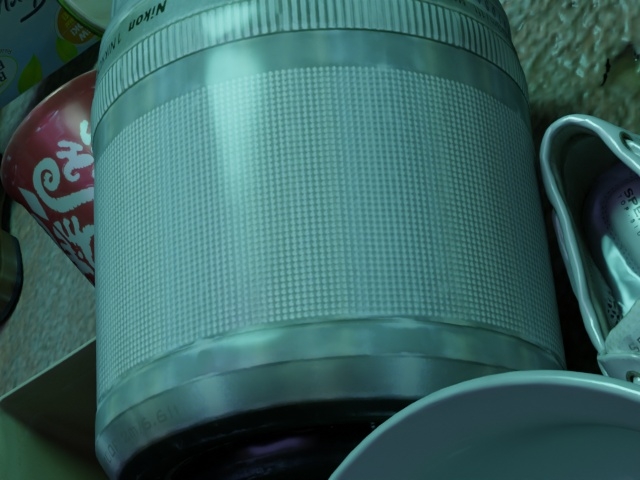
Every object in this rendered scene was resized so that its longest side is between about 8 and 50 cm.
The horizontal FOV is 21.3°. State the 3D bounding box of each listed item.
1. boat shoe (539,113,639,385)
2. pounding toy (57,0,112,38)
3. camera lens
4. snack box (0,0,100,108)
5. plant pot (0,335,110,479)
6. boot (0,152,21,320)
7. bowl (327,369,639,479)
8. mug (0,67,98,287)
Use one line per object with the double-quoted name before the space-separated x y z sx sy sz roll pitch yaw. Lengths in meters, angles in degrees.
"boat shoe" 0.163 0.049 0.737 0.098 0.096 0.277 -43 44 16
"pounding toy" -0.117 -0.217 1.164 0.183 0.110 0.237 -35 78 -12
"camera lens" 0.000 0.000 0.826 0.219 0.219 0.274 -24 58 36
"snack box" -0.275 -0.169 1.205 0.207 0.174 0.070 -37 36 -19
"plant pot" -0.119 0.133 0.986 0.109 0.096 0.109 -31 48 30
"boot" -0.291 -0.036 1.256 0.082 0.106 0.219 -46 43 18
"bowl" 0.127 0.188 0.633 0.298 0.134 0.298 4 97 43
"mug" -0.081 -0.017 1.002 0.150 0.113 0.169 -36 65 -9
